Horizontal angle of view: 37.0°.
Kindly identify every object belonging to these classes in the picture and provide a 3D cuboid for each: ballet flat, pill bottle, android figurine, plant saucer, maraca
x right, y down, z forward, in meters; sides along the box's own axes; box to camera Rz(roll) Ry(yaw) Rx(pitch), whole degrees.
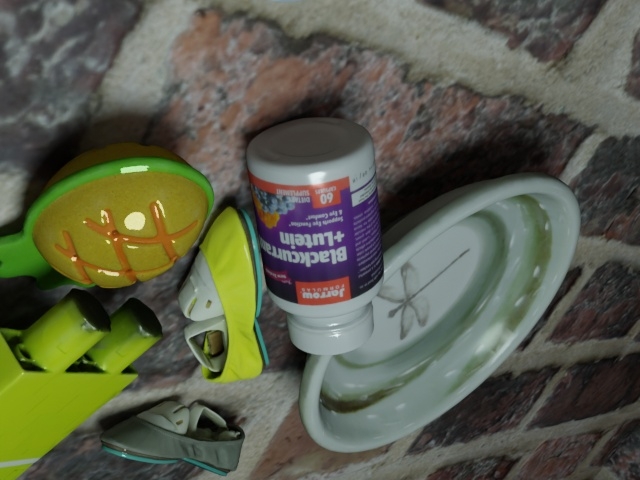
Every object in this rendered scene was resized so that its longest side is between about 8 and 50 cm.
[{"bbox_3d":[-0.093,0.064,0.894,0.077,0.077,0.231,-18,142,-14],"label":"ballet flat"},{"bbox_3d":[0.000,0.000,0.837,0.108,0.108,0.193,-24,124,-27],"label":"pill bottle"},{"bbox_3d":[-0.257,0.138,0.757,0.273,0.056,0.248,-39,163,11],"label":"android figurine"},{"bbox_3d":[0.121,0.068,1.096,0.400,0.100,0.400,-28,145,-22],"label":"plant saucer"},{"bbox_3d":[-0.164,-0.009,0.715,0.186,0.099,0.127,-29,146,25],"label":"maraca"},{"bbox_3d":[-0.150,0.201,1.001,0.213,0.072,0.068,34,73,-57],"label":"ballet flat"}]
